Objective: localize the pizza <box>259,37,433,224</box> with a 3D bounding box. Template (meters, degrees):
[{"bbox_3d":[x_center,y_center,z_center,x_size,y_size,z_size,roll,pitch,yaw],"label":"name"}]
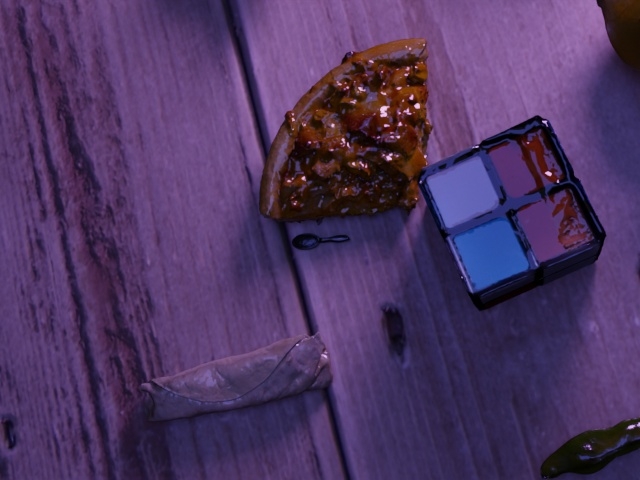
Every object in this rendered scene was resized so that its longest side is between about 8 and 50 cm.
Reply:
[{"bbox_3d":[0.058,-0.133,1.318,0.335,0.086,0.226,-46,73,-1],"label":"pizza"}]

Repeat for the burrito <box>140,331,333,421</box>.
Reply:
[{"bbox_3d":[-0.121,0.191,1.309,0.275,0.059,0.082,-14,92,9],"label":"burrito"}]

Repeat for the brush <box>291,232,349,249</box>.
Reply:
[{"bbox_3d":[0.000,0.000,1.343,0.083,0.008,0.024,-4,76,11],"label":"brush"}]

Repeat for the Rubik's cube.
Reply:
[{"bbox_3d":[0.241,-0.029,1.218,0.180,0.167,0.183,-26,75,7],"label":"Rubik's cube"}]

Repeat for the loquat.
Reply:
[{"bbox_3d":[0.447,-0.287,1.235,0.195,0.152,0.152,34,88,3],"label":"loquat"}]

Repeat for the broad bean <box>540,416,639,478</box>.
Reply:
[{"bbox_3d":[0.371,0.258,1.204,0.195,0.046,0.061,-10,76,8],"label":"broad bean"}]
